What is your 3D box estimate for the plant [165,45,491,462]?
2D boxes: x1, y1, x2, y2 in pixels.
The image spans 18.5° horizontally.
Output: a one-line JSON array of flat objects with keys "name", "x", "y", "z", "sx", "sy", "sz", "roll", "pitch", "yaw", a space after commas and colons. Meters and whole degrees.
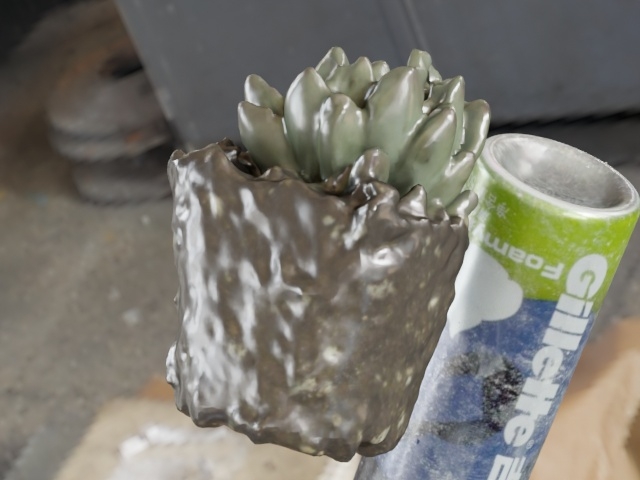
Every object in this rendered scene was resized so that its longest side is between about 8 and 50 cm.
[{"name": "plant", "x": 0.000, "y": 0.000, "z": 0.939, "sx": 0.132, "sy": 0.194, "sz": 0.129, "roll": 14, "pitch": 1, "yaw": 25}]

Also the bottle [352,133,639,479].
[{"name": "bottle", "x": 0.077, "y": 0.105, "z": 1.089, "sx": 0.093, "sy": 0.330, "sz": 0.093, "roll": 15, "pitch": 25, "yaw": -7}]
